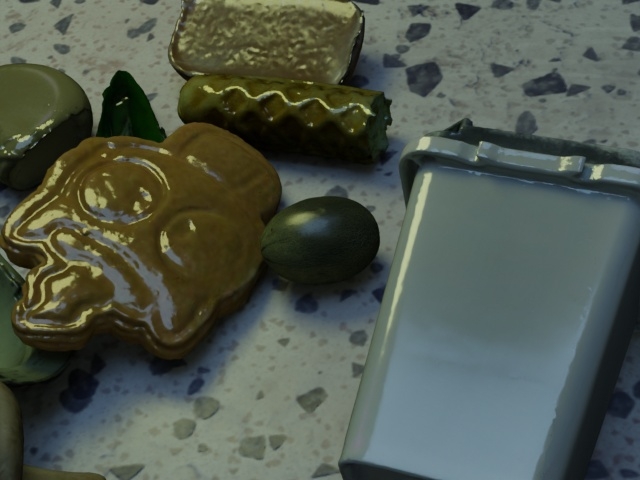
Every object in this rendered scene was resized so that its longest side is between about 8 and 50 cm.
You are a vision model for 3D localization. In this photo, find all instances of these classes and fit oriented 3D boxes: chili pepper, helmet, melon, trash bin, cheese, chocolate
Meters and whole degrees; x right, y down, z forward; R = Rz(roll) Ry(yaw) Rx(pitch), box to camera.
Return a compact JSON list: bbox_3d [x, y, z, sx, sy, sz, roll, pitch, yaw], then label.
[{"bbox_3d":[-0.248,-0.135,1.460,0.108,0.062,0.216,-13,45,-2],"label":"chili pepper"},{"bbox_3d":[-0.397,0.100,1.216,0.257,0.137,0.204,44,26,16],"label":"helmet"},{"bbox_3d":[0.000,0.000,1.263,0.130,0.098,0.098,-5,46,-5],"label":"melon"},{"bbox_3d":[0.182,0.101,1.050,0.296,0.256,0.368,12,56,17],"label":"trash bin"},{"bbox_3d":[-0.388,-0.151,1.479,0.202,0.091,0.175,24,56,30],"label":"cheese"},{"bbox_3d":[-0.065,-0.246,1.518,0.261,0.083,0.161,11,64,19],"label":"chocolate"}]

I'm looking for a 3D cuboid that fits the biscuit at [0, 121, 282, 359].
[{"bbox_3d":[-0.193,-0.012,1.276,0.269,0.051,0.376,33,50,12],"label":"biscuit"}]

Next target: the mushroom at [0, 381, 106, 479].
[{"bbox_3d":[-0.297,0.228,1.061,0.215,0.207,0.207,11,42,-23],"label":"mushroom"}]

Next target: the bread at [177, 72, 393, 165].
[{"bbox_3d":[-0.049,-0.152,1.415,0.269,0.087,0.098,9,22,17],"label":"bread"}]
